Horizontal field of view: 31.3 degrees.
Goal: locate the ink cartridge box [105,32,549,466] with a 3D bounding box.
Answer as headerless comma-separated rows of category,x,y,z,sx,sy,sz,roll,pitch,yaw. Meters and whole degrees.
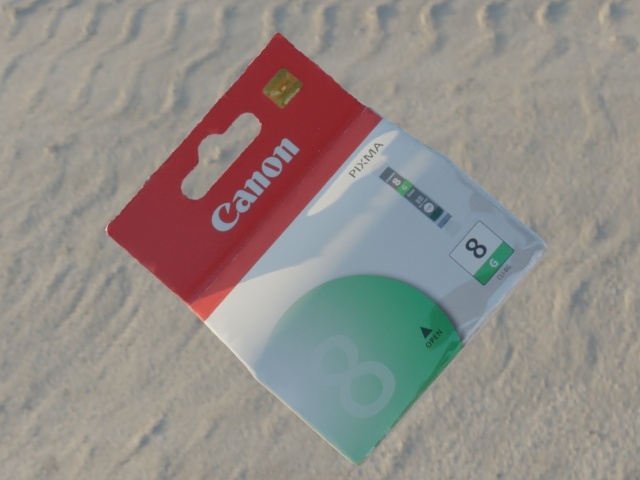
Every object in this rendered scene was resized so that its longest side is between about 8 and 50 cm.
ink cartridge box,0.000,0.000,0.719,0.181,0.225,0.056,-49,-1,-2
